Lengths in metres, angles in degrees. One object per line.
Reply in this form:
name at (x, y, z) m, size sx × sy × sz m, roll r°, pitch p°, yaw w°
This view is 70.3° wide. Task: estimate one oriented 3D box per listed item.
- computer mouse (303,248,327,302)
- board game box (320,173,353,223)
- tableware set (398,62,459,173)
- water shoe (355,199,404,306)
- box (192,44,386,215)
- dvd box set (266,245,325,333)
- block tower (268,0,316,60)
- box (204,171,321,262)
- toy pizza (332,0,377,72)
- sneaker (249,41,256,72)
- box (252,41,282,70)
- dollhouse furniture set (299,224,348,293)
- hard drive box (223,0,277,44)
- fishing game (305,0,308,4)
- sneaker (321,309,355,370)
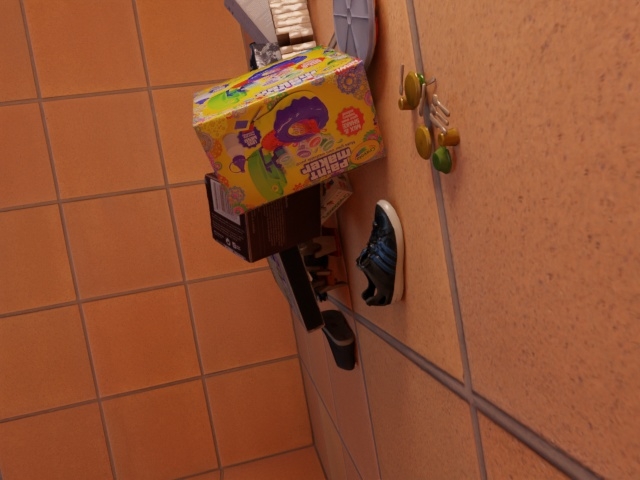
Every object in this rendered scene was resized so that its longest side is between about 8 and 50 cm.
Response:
computer mouse at (-0.024, 0.092, 1.631) m, size 0.272 × 0.072 × 0.188 m, roll 94°, pitch 163°, yaw -55°
board game box at (-0.030, -0.188, 1.182) m, size 0.193 × 0.053 × 0.305 m, roll -44°, pitch 50°, yaw 39°
tableware set at (0.142, -0.162, 0.605) m, size 0.154 × 0.024 × 0.103 m, roll -112°, pitch 12°, yaw -45°
water shoe at (0.105, 0.029, 0.824) m, size 0.073 × 0.080 × 0.202 m, roll -132°, pitch 33°, yaw -71°
box at (-0.071, -0.224, 0.867) m, size 0.279 × 0.290 × 0.176 m, roll -118°, pitch 6°, yaw -58°
dvd box set at (-0.115, 0.061, 1.391) m, size 0.420 × 0.062 × 0.307 m, roll -141°, pitch 31°, yaw -67°
block tower at (-0.059, -0.484, 1.133) m, size 0.091 × 0.097 × 0.334 m, roll 83°, pitch 175°, yaw -85°
box at (-0.127, -0.078, 1.036) m, size 0.169 × 0.203 × 0.166 m, roll 27°, pitch 128°, yaw 44°
toy pizza at (0.063, -0.387, 0.779) m, size 0.201 × 0.032 × 0.201 m, roll 168°, pitch 90°, yaw -79°
sneaker at (-0.191, -0.639, 1.642) m, size 0.341 × 0.140 × 0.124 m, roll 144°, pitch 114°, yaw -80°
box at (-0.097, -0.453, 1.249) m, size 0.093 × 0.159 × 0.155 m, roll 116°, pitch 142°, yaw -73°
dollhouse furniture set at (0.000, 0.000, 1.362) m, size 0.259 × 0.135 × 0.261 m, roll -170°, pitch 70°, yaw -67°
hard drive box at (-0.172, -0.651, 1.346) m, size 0.232 × 0.089 × 0.181 m, roll 47°, pitch 180°, yaw -20°
fishing game at (-0.035, -0.669, 1.033) m, size 0.264 × 0.041 × 0.188 m, roll -145°, pitch 43°, yaw -76°
sneaker at (0.046, 0.308, 1.422) m, size 0.222 × 0.083 × 0.117 m, roll -127°, pitch 28°, yaw -67°
